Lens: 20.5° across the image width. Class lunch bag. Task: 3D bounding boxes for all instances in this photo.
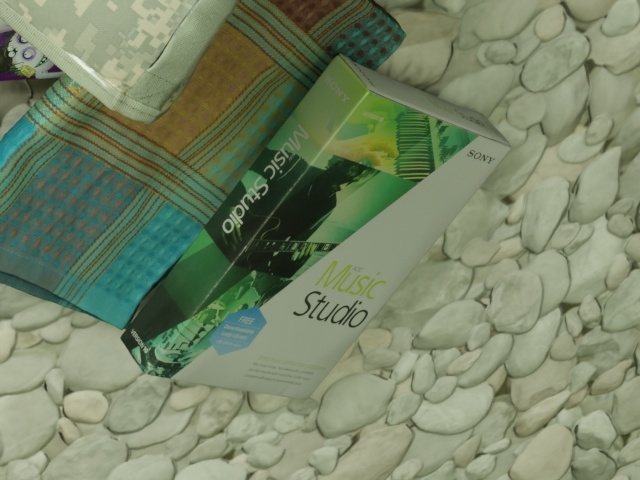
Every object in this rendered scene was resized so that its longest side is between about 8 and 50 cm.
[{"bbox_3d":[-0.107,-0.240,1.084,0.169,0.287,0.235,22,114,-42],"label":"lunch bag"}]

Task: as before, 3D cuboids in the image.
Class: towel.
[{"bbox_3d":[-0.118,-0.087,1.419,0.370,0.040,0.271,-45,149,10],"label":"towel"}]

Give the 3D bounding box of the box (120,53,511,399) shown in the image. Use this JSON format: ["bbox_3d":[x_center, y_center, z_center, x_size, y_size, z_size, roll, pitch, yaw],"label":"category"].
[{"bbox_3d":[0.000,0.000,1.561,0.232,0.058,0.322,15,118,-52],"label":"box"}]

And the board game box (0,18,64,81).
[{"bbox_3d":[-0.226,-0.265,1.230,0.208,0.056,0.347,-5,129,-23],"label":"board game box"}]
